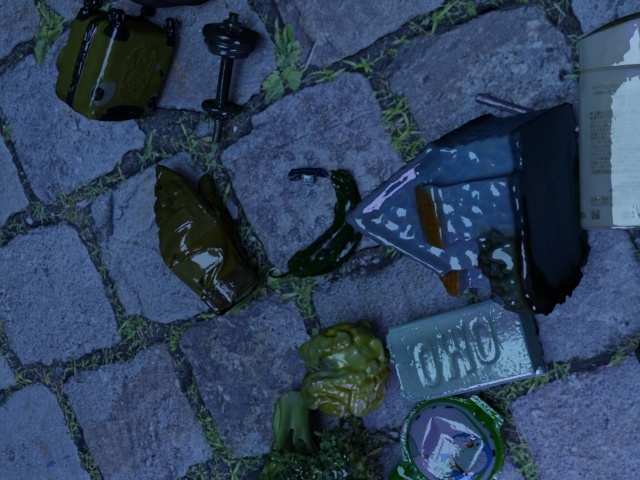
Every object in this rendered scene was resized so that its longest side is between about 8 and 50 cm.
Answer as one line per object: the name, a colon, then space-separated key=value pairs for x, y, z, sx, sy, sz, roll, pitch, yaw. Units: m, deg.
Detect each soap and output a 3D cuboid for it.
soap: x=0.257 y=0.196 z=1.673 sx=0.261 sy=0.094 sz=0.150 roll=-18 pitch=72 yaw=26

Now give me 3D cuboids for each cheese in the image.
cheese: x=0.221 y=0.420 z=1.756 sx=0.204 sy=0.083 sz=0.320 roll=42 pitch=112 yaw=12

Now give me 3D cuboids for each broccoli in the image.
broccoli: x=-0.026 y=0.472 z=1.820 sx=0.249 sy=0.302 sz=0.375 roll=31 pitch=141 yaw=-6

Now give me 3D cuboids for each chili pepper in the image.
chili pepper: x=0.000 y=0.000 z=1.792 sx=0.122 sy=0.065 sz=0.279 roll=45 pitch=113 yaw=21

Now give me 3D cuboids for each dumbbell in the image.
dumbbell: x=-0.185 y=-0.311 z=1.800 sx=0.110 sy=0.110 sz=0.254 roll=19 pitch=113 yaw=20

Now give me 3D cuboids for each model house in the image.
model house: x=0.221 y=-0.044 z=1.515 sx=0.339 sy=0.360 sz=0.297 roll=-2 pitch=107 yaw=30

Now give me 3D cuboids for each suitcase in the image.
suitcase: x=-0.409 y=-0.355 z=1.843 sx=0.143 sy=0.194 sz=0.234 roll=33 pitch=112 yaw=25

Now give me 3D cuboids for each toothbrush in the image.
toothbrush: x=0.430 y=-0.196 z=1.576 sx=0.354 sy=0.024 sz=0.029 roll=21 pitch=102 yaw=20

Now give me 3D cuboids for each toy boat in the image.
toy boat: x=-0.025 y=-0.121 z=1.794 sx=0.083 sy=0.038 sz=0.038 roll=-2 pitch=99 yaw=25

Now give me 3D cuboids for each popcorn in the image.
popcorn: x=0.044 y=0.239 z=1.759 sx=0.167 sy=0.185 sz=0.187 roll=8 pitch=85 yaw=-16

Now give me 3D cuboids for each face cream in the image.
face cream: x=0.501 y=-0.190 z=1.492 sx=0.174 sy=0.081 sz=0.348 roll=-1 pitch=92 yaw=21

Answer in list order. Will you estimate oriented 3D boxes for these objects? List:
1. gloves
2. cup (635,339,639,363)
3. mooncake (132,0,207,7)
gloves: x=-0.249 y=-0.011 z=1.861 sx=0.154 sy=0.141 sz=0.331 roll=-37 pitch=83 yaw=27
cup: x=0.629 y=0.164 z=1.490 sx=0.223 sy=0.169 sz=0.176 roll=19 pitch=115 yaw=-12
mooncake: x=-0.295 y=-0.562 z=1.784 sx=0.245 sy=0.133 sz=0.244 roll=8 pitch=104 yaw=33
